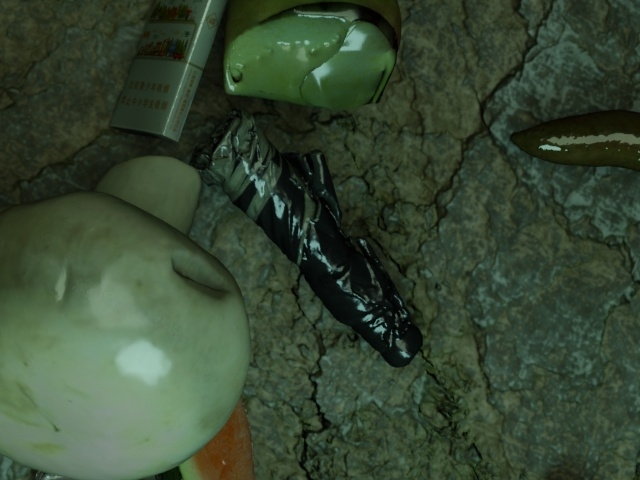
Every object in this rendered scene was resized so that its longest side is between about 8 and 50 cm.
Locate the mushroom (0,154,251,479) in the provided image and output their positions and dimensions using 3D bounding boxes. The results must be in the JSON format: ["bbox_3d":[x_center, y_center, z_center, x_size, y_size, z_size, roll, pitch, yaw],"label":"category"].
[{"bbox_3d":[-0.252,0.070,1.413,0.325,0.353,0.353,2,89,-26],"label":"mushroom"}]

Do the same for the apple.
[{"bbox_3d":[-0.011,-0.225,1.522,0.188,0.207,0.174,11,80,-5],"label":"apple"}]

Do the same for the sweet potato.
[{"bbox_3d":[0.400,-0.093,1.674,0.346,0.079,0.108,26,112,-12],"label":"sweet potato"}]

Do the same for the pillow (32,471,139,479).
[{"bbox_3d":[-0.297,0.355,1.529,0.135,0.049,0.248,33,80,-5],"label":"pillow"}]

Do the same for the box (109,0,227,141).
[{"bbox_3d":[-0.161,-0.221,1.533,0.032,0.122,0.220,22,85,-37],"label":"box"}]

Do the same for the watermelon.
[{"bbox_3d":[-0.130,0.238,1.566,0.119,0.063,0.245,-13,87,-30],"label":"watermelon"}]

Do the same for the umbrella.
[{"bbox_3d":[-0.001,-0.001,1.573,0.358,0.113,0.106,48,67,-15],"label":"umbrella"}]
